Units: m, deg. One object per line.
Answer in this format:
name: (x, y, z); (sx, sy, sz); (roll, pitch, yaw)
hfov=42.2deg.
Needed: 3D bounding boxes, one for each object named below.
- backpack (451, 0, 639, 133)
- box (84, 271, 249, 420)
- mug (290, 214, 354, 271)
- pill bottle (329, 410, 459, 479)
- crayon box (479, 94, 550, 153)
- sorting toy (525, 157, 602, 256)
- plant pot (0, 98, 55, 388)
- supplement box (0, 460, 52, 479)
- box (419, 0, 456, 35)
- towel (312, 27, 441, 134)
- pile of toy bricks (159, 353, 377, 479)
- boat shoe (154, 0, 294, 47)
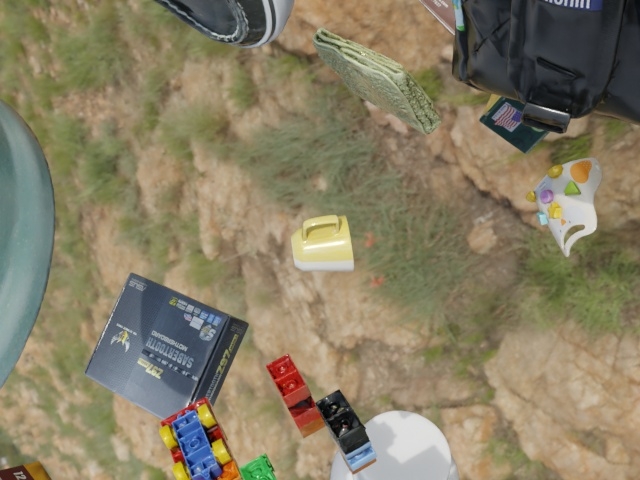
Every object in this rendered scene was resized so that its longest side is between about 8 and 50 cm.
backpack: (0.183, -0.240, 0.387); (0.290, 0.273, 0.355); (19, 158, 36)
box: (-0.244, 0.170, 1.296); (0.233, 0.059, 0.183); (20, 83, 35)
mug: (0.000, 0.001, 0.909); (0.062, 0.064, 0.078); (-101, 3, -65)
pill bottle: (0.063, 0.247, 0.783); (0.117, 0.117, 0.215); (47, 152, 29)
crayon box: (0.326, -0.277, 1.055); (0.081, 0.318, 0.202); (34, 139, -5)
sorting toy: (0.239, -0.027, 0.802); (0.083, 0.045, 0.075); (120, 145, -50)
plant pot: (-0.329, -0.009, 0.460); (0.293, 0.293, 0.196); (46, 180, 30)
supplement box: (-0.347, 0.332, 0.764); (0.129, 0.194, 0.191); (44, 109, 25)
box: (0.327, -0.484, 1.292); (0.143, 0.191, 0.381); (47, 109, 3)
towel: (0.056, -0.152, 0.806); (0.110, 0.027, 0.148); (32, -178, 25)
pile of toy bricks: (-0.008, 0.167, 0.439); (0.212, 0.118, 0.105); (52, 167, 53)
boat shoe: (-0.125, -0.193, 0.470); (0.113, 0.105, 0.306); (4, 155, 32)
